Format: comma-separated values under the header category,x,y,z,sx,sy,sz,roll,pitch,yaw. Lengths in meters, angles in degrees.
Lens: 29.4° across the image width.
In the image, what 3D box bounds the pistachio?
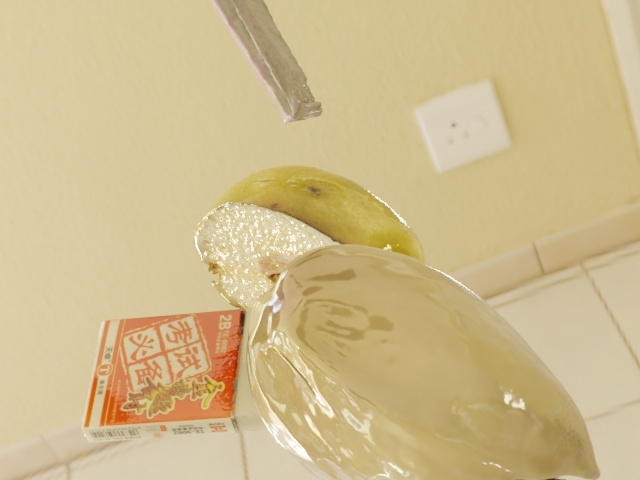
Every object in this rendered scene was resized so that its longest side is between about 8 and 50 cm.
category,x,y,z,sx,sy,sz,roll,pitch,yaw
pistachio,0.083,0.133,1.051,0.332,0.226,0.207,28,89,15

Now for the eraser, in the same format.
category,x,y,z,sx,sy,sz,roll,pitch,yaw
eraser,-0.150,0.152,1.404,0.230,0.038,0.157,-5,46,8

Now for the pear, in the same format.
category,x,y,z,sx,sy,sz,roll,pitch,yaw
pear,0.000,0.000,1.954,0.387,0.340,0.191,8,53,32

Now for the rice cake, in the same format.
category,x,y,z,sx,sy,sz,roll,pitch,yaw
rice cake,-0.085,-0.250,1.410,0.049,0.270,0.055,-33,-1,39
